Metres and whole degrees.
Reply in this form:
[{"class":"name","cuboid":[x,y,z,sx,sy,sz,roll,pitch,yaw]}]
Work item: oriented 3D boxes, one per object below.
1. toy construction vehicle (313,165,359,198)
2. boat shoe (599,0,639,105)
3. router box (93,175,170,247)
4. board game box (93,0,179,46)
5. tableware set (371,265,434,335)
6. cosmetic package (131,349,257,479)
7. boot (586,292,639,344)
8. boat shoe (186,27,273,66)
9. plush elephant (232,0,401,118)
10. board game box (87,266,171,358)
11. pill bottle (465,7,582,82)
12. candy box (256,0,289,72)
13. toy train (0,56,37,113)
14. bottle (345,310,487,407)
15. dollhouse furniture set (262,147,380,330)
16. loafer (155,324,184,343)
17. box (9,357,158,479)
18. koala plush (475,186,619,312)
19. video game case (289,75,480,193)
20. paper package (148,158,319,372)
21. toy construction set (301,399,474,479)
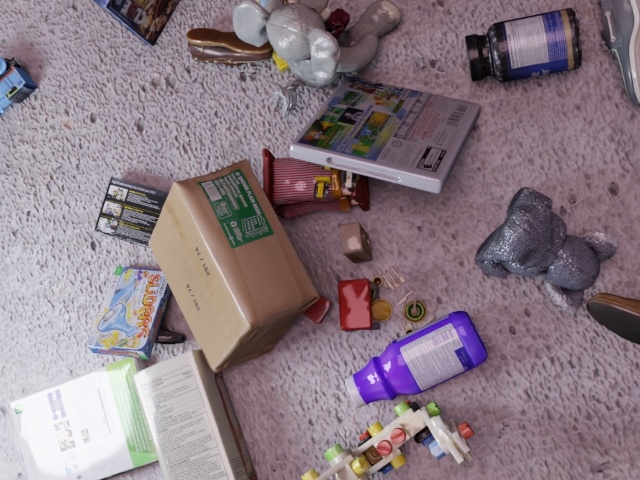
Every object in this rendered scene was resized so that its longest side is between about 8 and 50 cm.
[{"class":"toy construction vehicle","cuboid":[0.034,-0.127,1.685,0.085,0.035,0.098,-1,75,24]},{"class":"boat shoe","cuboid":[0.620,-0.420,1.731,0.099,0.116,0.320,-9,86,56]},{"class":"router box","cuboid":[-0.404,-0.057,1.933,0.178,0.046,0.133,16,86,14]},{"class":"board game box","cuboid":[-0.391,-0.544,1.893,0.042,0.243,0.165,31,91,14]},{"class":"tableware set","cuboid":[0.152,0.136,1.787,0.104,0.024,0.154,-40,76,6]},{"class":"cosmetic package","cuboid":[-0.261,0.390,1.797,0.153,0.129,0.296,-21,79,11]},{"class":"boot","cuboid":[0.662,0.143,1.638,0.305,0.112,0.115,18,69,10]},{"class":"boat shoe","cuboid":[-0.198,-0.425,1.925,0.207,0.073,0.073,13,48,18]},{"class":"plush elephant","cuboid":[-0.023,-0.434,1.755,0.271,0.255,0.330,28,82,10]},{"class":"board game box","cuboid":[-0.407,0.154,1.868,0.136,0.035,0.201,3,58,14]},{"class":"pill bottle","cuboid":[0.408,-0.389,1.746,0.219,0.123,0.123,-9,81,13]},{"class":"candy box","cuboid":[-0.085,-0.487,1.925,0.105,0.027,0.206,-29,77,12]},{"class":"toy train","cuboid":[-0.769,-0.352,2.044,0.184,0.080,0.105,-38,82,6]},{"class":"bottle","cuboid":[0.187,0.246,1.725,0.282,0.092,0.118,-28,94,9]},{"class":"dollhouse furniture set","cuboid":[0.000,0.000,1.759,0.201,0.152,0.374,-6,76,12]},{"class":"loafer","cuboid":[-0.375,0.191,1.886,0.170,0.062,0.061,8,80,13]},{"class":"box","cuboid":[-0.506,0.412,1.890,0.322,0.058,0.232,-21,78,11]},{"class":"koala plush","cuboid":[0.442,0.024,1.660,0.221,0.203,0.196,34,92,3]},{"class":"video game case","cuboid":[0.137,-0.220,1.715,0.299,0.329,0.036,15,129,15]},{"class":"paper package","cuboid":[-0.181,0.056,1.723,0.168,0.309,0.325,-21,74,-29]},{"class":"toy construction set","cuboid":[0.134,0.402,1.656,0.327,0.215,0.151,-24,78,9]}]
